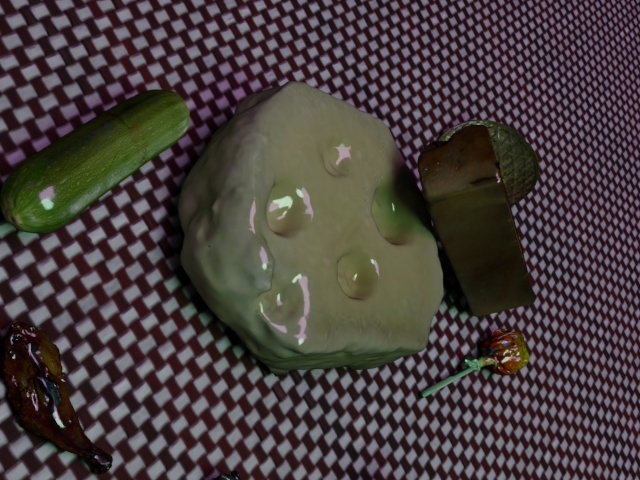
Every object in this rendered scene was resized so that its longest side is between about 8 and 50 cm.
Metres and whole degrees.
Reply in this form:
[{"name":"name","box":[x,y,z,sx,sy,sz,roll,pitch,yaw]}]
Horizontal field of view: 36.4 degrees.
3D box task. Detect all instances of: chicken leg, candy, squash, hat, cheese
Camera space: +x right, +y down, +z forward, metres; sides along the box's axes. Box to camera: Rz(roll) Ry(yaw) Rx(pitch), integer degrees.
[{"name":"chicken leg","box":[-0.218,0.132,0.795,0.062,0.037,0.145,-27,93,-62]},{"name":"candy","box":[0.191,0.161,1.219,0.201,0.060,0.060,-17,87,-42]},{"name":"squash","box":[-0.198,-0.075,0.871,0.066,0.066,0.229,59,41,-12]},{"name":"hat","box":[0.222,-0.089,1.342,0.146,0.067,0.146,2,60,-3]},{"name":"cheese","box":[0.000,0.000,1.018,0.326,0.115,0.318,56,42,-14]}]

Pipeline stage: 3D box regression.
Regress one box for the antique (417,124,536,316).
[{"name":"antique","box":[0.186,-0.018,1.142,0.310,0.087,0.093,56,23,-56]}]

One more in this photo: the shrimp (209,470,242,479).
[{"name":"shrimp","box":[-0.060,0.292,0.863,0.076,0.082,0.174,17,55,-37]}]
